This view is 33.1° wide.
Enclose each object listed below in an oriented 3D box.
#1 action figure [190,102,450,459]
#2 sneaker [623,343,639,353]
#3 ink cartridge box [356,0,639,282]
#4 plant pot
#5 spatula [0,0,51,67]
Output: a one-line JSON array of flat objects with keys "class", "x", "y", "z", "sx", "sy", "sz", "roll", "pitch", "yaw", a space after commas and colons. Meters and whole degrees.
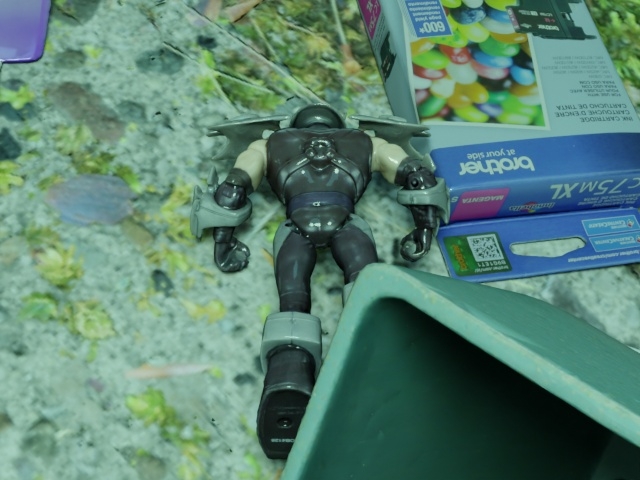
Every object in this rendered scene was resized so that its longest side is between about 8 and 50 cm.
[{"class": "action figure", "x": 0.000, "y": 0.000, "z": 0.737, "sx": 0.185, "sy": 0.099, "sz": 0.285, "roll": -8, "pitch": 45, "yaw": 6}, {"class": "sneaker", "x": 0.182, "y": 0.117, "z": 0.712, "sx": 0.258, "sy": 0.094, "sz": 0.091, "roll": 12, "pitch": 74, "yaw": 7}, {"class": "ink cartridge box", "x": 0.153, "y": -0.116, "z": 0.880, "sx": 0.186, "sy": 0.065, "sz": 0.311, "roll": -5, "pitch": 60, "yaw": -14}, {"class": "plant pot", "x": 0.141, "y": 0.172, "z": 0.550, "sx": 0.247, "sy": 0.248, "sz": 0.252, "roll": 31, "pitch": 17, "yaw": 36}, {"class": "spatula", "x": -0.253, "y": -0.104, "z": 0.799, "sx": 0.084, "sy": 0.030, "sz": 0.296, "roll": 3, "pitch": 51, "yaw": -9}]
